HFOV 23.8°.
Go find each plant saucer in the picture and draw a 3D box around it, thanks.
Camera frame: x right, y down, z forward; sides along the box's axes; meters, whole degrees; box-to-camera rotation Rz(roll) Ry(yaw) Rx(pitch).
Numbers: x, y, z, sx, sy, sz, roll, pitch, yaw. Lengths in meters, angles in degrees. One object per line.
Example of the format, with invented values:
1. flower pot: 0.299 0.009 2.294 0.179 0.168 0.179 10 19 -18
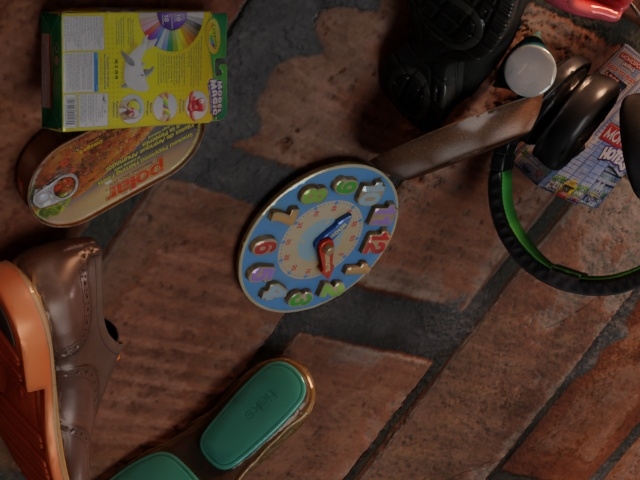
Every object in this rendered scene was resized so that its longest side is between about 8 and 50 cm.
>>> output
1. plant saucer: 0.151 -0.105 1.629 0.198 0.036 0.198 -20 180 0

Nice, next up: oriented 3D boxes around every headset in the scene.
1. headset: 0.344 -0.133 1.749 0.185 0.243 0.394 -17 124 -68

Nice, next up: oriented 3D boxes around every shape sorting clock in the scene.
1. shape sorting clock: 0.000 0.000 1.690 0.206 0.040 0.206 -26 141 -23

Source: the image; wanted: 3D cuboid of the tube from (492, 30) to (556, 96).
1. tube: 0.216 -0.187 1.621 0.080 0.052 0.207 -45 -176 9

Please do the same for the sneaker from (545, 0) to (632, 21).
1. sneaker: 0.221 -0.308 1.504 0.116 0.136 0.314 -52 143 13

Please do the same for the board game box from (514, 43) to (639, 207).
1. board game box: 0.356 -0.136 1.873 0.194 0.060 0.194 17 115 -50

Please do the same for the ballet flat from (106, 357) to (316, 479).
1. ballet flat: -0.141 0.269 1.795 0.342 0.116 0.124 -42 164 -7

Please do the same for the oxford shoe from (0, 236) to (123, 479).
1. oxford shoe: -0.252 0.151 1.537 0.132 0.130 0.364 -29 143 -29

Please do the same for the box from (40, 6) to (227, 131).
1. box: -0.160 -0.153 1.348 0.179 0.043 0.105 -6 103 -37

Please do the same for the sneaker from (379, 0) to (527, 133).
1. sneaker: 0.151 -0.224 1.527 0.130 0.109 0.286 -38 173 -26

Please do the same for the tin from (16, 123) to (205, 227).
1. tin: -0.196 -0.083 1.425 0.189 0.040 0.106 -30 138 -19
